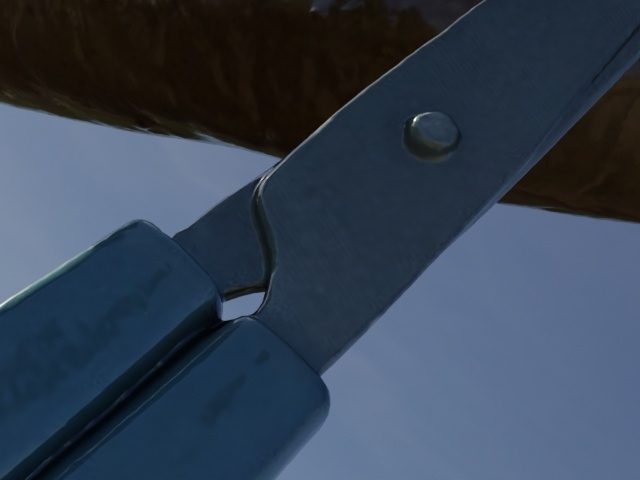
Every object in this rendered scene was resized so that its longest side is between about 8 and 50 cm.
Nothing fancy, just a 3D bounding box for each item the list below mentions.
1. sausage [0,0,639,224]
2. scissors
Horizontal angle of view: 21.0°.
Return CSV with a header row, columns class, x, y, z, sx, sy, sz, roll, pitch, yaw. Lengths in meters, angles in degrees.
class,x,y,z,sx,sy,sz,roll,pitch,yaw
sausage,-0.004,-0.093,0.831,0.501,0.123,0.136,12,-15,28
scissors,0.000,0.000,0.438,0.192,0.447,0.029,42,-26,14
